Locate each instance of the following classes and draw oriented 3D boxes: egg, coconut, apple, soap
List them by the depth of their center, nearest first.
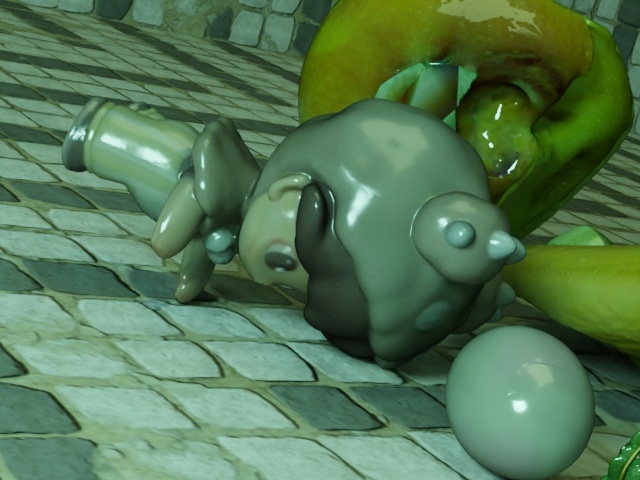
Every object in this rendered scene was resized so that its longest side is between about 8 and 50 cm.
[{"bbox_3d":[0.141,0.115,0.993,0.103,0.103,0.135,13,14,-12],"label":"egg"},{"bbox_3d":[0.348,0.065,1.242,0.427,0.115,0.306,0,-13,39],"label":"soap"},{"bbox_3d":[0.166,-0.156,1.580,0.384,0.374,0.374,-1,13,3],"label":"apple"},{"bbox_3d":[0.296,0.026,1.585,0.096,0.088,0.088,-18,22,-11],"label":"coconut"}]

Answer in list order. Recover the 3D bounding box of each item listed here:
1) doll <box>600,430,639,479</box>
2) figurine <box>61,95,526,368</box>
[{"bbox_3d":[0.258,0.168,0.967,0.078,0.077,0.113,15,11,-44],"label":"doll"},{"bbox_3d":[-0.016,-0.029,1.157,0.380,0.203,0.248,18,-19,10],"label":"figurine"}]
